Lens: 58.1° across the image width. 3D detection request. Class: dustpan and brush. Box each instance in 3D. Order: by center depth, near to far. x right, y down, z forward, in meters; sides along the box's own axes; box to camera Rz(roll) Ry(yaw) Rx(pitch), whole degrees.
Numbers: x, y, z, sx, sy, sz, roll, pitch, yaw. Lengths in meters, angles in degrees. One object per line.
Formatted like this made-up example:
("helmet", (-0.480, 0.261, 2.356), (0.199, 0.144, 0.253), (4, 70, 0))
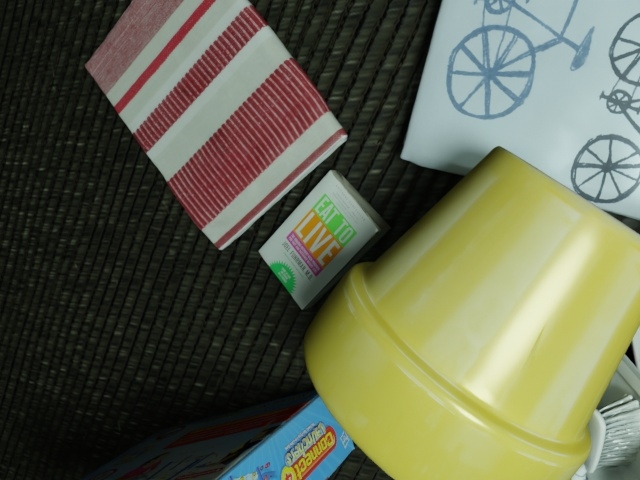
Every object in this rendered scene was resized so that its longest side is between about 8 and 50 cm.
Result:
("dustpan and brush", (0.261, 0.208, 0.552), (0.060, 0.147, 0.211), (-12, 127, -7))

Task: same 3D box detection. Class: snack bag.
("snack bag", (0.270, -0.189, 0.523), (0.342, 0.037, 0.323), (19, 105, 20))

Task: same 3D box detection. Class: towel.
("towel", (-0.141, -0.183, 0.732), (0.237, 0.037, 0.329), (-40, 80, 23))

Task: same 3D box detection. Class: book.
("book", (0.000, 0.000, 0.688), (0.144, 0.035, 0.096), (-48, 72, 25))

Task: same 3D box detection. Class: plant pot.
("plant pot", (0.151, 0.062, 0.501), (0.254, 0.254, 0.239), (38, 106, 18))

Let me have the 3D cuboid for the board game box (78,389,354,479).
("board game box", (-0.161, 0.287, 0.652), (0.308, 0.302, 0.086), (-22, 87, 28))

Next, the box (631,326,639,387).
("box", (0.338, 0.205, 0.523), (0.063, 0.067, 0.324), (-11, 93, 28))
